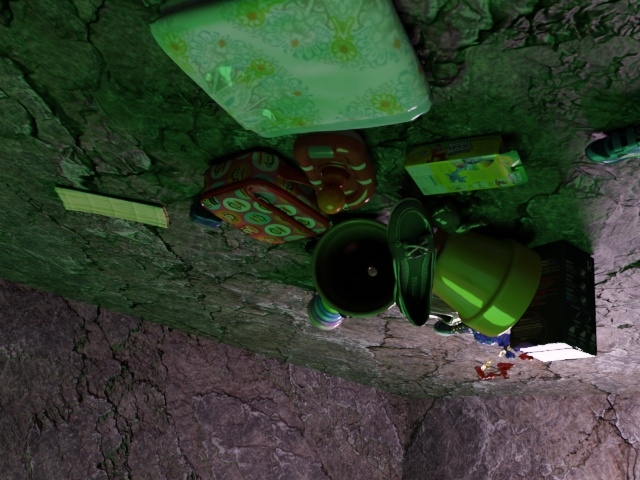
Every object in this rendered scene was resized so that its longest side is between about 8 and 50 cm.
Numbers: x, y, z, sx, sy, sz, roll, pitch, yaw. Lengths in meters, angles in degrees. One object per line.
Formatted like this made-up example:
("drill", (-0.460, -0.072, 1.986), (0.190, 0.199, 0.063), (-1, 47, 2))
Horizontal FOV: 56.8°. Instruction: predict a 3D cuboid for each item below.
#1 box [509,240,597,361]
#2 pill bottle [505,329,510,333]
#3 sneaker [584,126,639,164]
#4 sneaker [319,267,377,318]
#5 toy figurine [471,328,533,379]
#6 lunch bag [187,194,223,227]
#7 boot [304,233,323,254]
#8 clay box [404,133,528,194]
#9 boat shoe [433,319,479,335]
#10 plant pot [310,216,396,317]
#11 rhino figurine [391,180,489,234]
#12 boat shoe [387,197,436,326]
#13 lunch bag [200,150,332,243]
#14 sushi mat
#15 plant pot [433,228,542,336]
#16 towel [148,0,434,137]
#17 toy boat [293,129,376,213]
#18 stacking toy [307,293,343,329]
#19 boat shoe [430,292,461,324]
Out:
("box", (0.605, 0.162, 1.541), (0.143, 0.270, 0.165), (23, 154, -29))
("pill bottle", (0.592, 0.206, 1.800), (0.283, 0.160, 0.160), (9, 158, 1))
("sneaker", (0.547, -0.174, 1.051), (0.144, 0.053, 0.059), (-7, 154, 16))
("sneaker", (0.130, 0.153, 1.833), (0.315, 0.182, 0.127), (0, 157, 22))
("toy figurine", (0.618, 0.262, 1.916), (0.217, 0.362, 0.191), (58, 165, -1))
("lunch bag", (-0.311, -0.076, 1.607), (0.098, 0.067, 0.065), (18, 156, -16))
("boot", (0.000, 0.001, 1.698), (0.121, 0.045, 0.099), (-6, 156, 17))
("clay box", (0.297, -0.152, 1.200), (0.222, 0.053, 0.127), (-5, 154, 29))
("boat shoe", (0.521, 0.320, 2.240), (0.183, 0.065, 0.083), (-1, 154, 9))
("plant pot", (0.124, 0.081, 1.622), (0.263, 0.263, 0.229), (4, 174, 13))
("rhino figurine", (0.263, -0.078, 1.367), (0.243, 0.073, 0.106), (21, 151, -22))
("boat shoe", (0.221, 0.058, 1.362), (0.112, 0.095, 0.335), (-14, 129, -8))
("lunch bag", (-0.110, -0.101, 1.419), (0.258, 0.120, 0.293), (-13, 150, 36))
("sushi mat", (-0.607, -0.096, 1.745), (0.316, 0.019, 0.151), (11, 157, -3))
("plant pot", (0.387, 0.081, 1.509), (0.239, 0.254, 0.254), (29, 155, -5))
("towel", (-0.039, -0.291, 0.955), (0.374, 0.090, 0.320), (-3, 155, 28))
("toy boat", (0.030, -0.125, 1.243), (0.151, 0.151, 0.231), (1, 156, 20))
("stacking toy", (0.060, 0.199, 2.067), (0.141, 0.141, 0.330), (14, 151, -11))
("boat shoe", (0.444, 0.243, 2.036), (0.302, 0.094, 0.109), (20, 156, -23))
